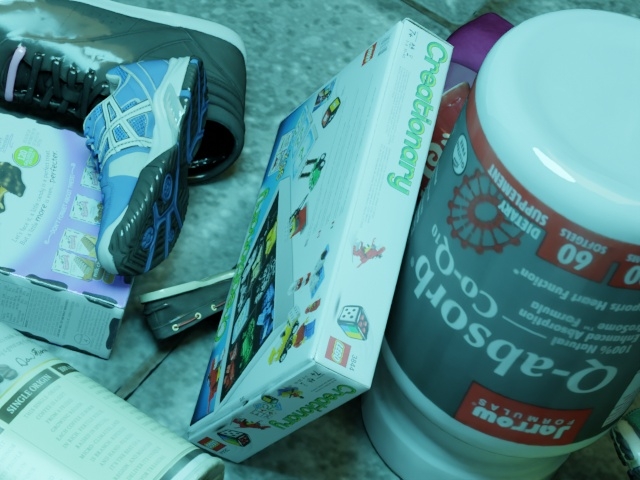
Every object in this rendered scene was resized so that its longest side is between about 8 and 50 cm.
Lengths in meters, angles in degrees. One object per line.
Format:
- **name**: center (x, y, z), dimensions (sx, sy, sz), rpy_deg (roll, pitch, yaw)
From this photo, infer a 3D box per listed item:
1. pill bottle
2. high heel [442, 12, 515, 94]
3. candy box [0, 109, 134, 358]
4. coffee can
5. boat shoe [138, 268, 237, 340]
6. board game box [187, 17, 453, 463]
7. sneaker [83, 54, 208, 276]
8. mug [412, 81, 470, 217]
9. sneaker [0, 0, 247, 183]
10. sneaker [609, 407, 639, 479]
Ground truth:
- **pill bottle**: center (0.161, 0.028, 1.321), dimensions (0.210, 0.363, 0.210), rpy_deg (10, 47, -11)
- **high heel**: center (0.266, -0.086, 1.616), dimensions (0.377, 0.127, 0.181), rpy_deg (27, 57, 10)
- **candy box**: center (-0.235, -0.014, 1.424), dimensions (0.196, 0.070, 0.165), rpy_deg (17, 47, -5)
- **coffee can**: center (-0.230, 0.155, 1.184), dimensions (0.275, 0.201, 0.201), rpy_deg (31, 47, 10)
- **boat shoe**: center (-0.085, 0.047, 1.444), dimensions (0.133, 0.049, 0.042), rpy_deg (-17, 90, -41)
- **board game box**: center (0.000, 0.000, 1.364), dimensions (0.053, 0.193, 0.305), rpy_deg (28, 57, -19)
- **sneaker**: center (-0.145, -0.057, 1.405), dimensions (0.081, 0.080, 0.211), rpy_deg (4, 49, 10)
- **mug**: center (0.118, -0.024, 1.532), dimensions (0.169, 0.150, 0.113), rpy_deg (52, 33, 4)
- **sneaker**: center (-0.190, -0.125, 1.512), dimensions (0.295, 0.105, 0.147), rpy_deg (5, 43, -21)
- **sneaker**: center (0.337, 0.217, 1.376), dimensions (0.275, 0.107, 0.110), rpy_deg (39, 87, 6)
